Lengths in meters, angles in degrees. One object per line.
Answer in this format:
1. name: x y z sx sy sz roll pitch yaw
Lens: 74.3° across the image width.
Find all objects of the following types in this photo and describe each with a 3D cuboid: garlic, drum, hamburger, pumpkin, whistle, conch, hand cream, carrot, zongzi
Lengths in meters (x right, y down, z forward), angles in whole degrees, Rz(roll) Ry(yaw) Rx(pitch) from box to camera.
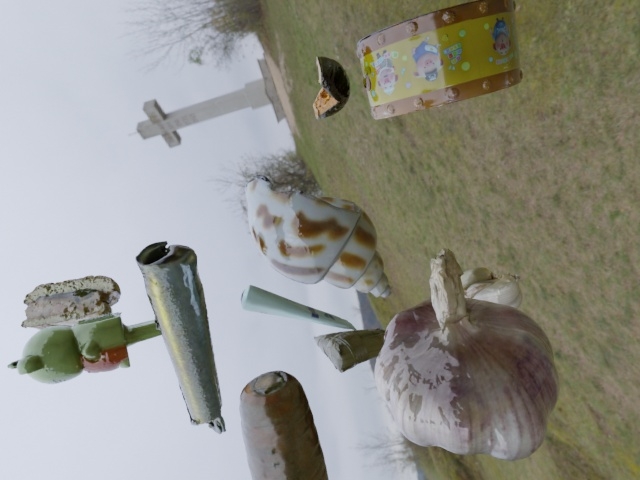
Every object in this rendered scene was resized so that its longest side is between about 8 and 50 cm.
1. garlic: 0.187 0.130 0.568 0.245 0.244 0.253 -91 -10 -67
2. drum: 0.323 -0.489 1.161 0.431 0.430 0.214 -86 -17 -73
3. garlic: 0.580 0.209 1.516 0.281 0.203 0.185 -146 37 -67
4. hamburger: -0.674 0.174 1.178 0.131 0.261 0.124 65 -163 -69
5. pumpkin: 0.035 -0.446 1.238 0.184 0.107 0.119 95 172 -60
6. whistle: -0.420 0.197 0.801 0.131 0.288 0.106 -4 95 63
7. whistle: -0.170 0.146 0.553 0.067 0.057 0.327 26 132 34
8. conch: 0.000 0.001 0.672 0.183 0.274 0.149 -116 43 -79
9. hand cream: -0.061 0.194 1.143 0.109 0.320 0.067 -161 90 -77
10. carrot: -0.010 0.279 0.369 0.070 0.070 0.343 -58 -44 -82
11. zongzi: 0.092 0.259 1.119 0.178 0.188 0.082 -160 56 -66
